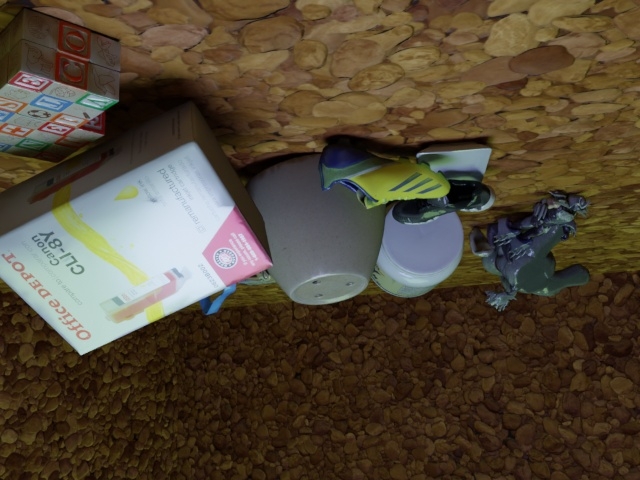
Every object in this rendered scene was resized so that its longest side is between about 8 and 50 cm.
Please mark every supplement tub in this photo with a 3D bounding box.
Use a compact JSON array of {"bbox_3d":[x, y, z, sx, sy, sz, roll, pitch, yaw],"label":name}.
[{"bbox_3d":[0.244,0.018,1.741,0.236,0.235,0.325,-2,168,-1],"label":"supplement tub"}]

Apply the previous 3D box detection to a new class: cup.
[{"bbox_3d":[0.000,0.000,1.430,0.332,0.236,0.331,-8,154,-4],"label":"cup"}]

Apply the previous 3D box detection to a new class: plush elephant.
[{"bbox_3d":[0.600,0.051,1.998,0.330,0.255,0.271,-35,118,5],"label":"plush elephant"}]

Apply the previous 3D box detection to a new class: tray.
[{"bbox_3d":[0.278,-0.158,1.407,0.145,0.030,0.270,-4,168,8],"label":"tray"}]

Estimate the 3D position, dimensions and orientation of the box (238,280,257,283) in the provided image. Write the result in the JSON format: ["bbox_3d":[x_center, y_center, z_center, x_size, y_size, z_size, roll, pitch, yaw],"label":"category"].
[{"bbox_3d":[-0.208,0.084,2.254,0.137,0.126,0.072,-6,169,23],"label":"box"}]

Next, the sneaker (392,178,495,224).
[{"bbox_3d":[0.263,-0.093,1.469,0.235,0.078,0.106,-11,163,23],"label":"sneaker"}]

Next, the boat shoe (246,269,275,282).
[{"bbox_3d":[-0.188,0.068,1.813,0.285,0.104,0.089,-12,171,42],"label":"boat shoe"}]

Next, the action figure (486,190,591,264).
[{"bbox_3d":[0.592,-0.045,1.760,0.185,0.099,0.285,27,139,-30],"label":"action figure"}]

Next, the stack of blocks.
[{"bbox_3d":[-0.397,-0.204,0.945,0.171,0.087,0.297,9,164,-43],"label":"stack of blocks"}]

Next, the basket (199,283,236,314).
[{"bbox_3d":[-0.250,-0.002,1.378,0.201,0.288,0.255,-17,167,-26],"label":"basket"}]

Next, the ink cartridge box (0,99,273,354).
[{"bbox_3d":[-0.314,-0.012,1.107,0.385,0.160,0.279,-25,127,5],"label":"ink cartridge box"}]

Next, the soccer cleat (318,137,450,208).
[{"bbox_3d":[0.125,-0.113,1.307,0.289,0.121,0.093,13,171,-24],"label":"soccer cleat"}]
